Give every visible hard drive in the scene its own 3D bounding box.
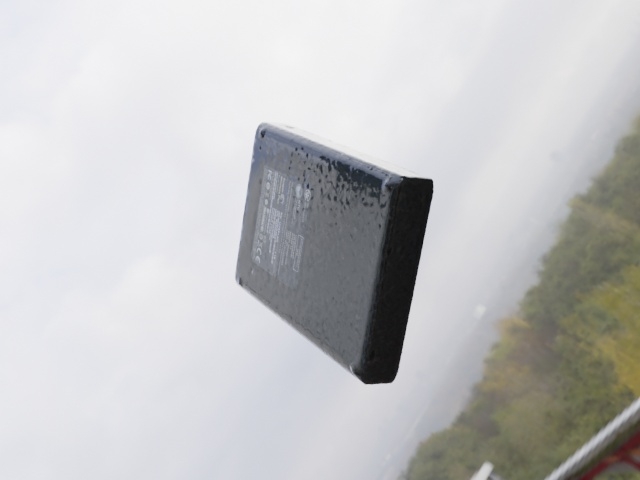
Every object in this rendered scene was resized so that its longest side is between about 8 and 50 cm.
[{"bbox_3d":[0.000,0.000,0.433,0.022,0.135,0.094,1,-74,-31],"label":"hard drive"}]
